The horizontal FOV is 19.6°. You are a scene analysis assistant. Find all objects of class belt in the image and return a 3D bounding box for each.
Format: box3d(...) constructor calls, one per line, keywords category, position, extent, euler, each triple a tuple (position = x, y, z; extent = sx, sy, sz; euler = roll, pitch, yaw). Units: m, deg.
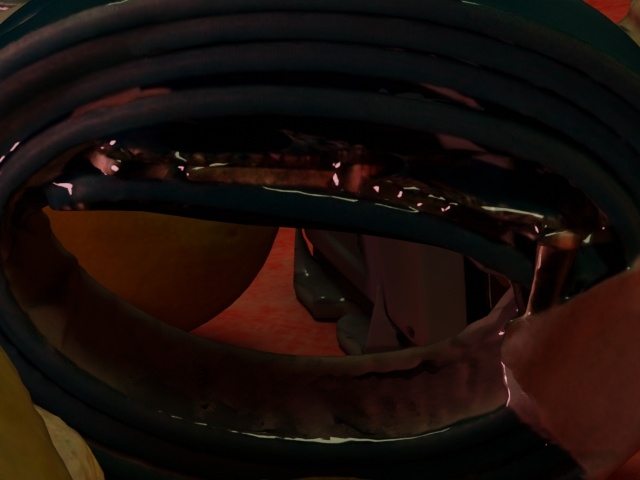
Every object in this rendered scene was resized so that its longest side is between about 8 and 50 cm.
box3d(category="belt", position=(-0.002, 0.000, 0.976), extent=(0.436, 0.300, 0.173), euler=(5, 19, 1))

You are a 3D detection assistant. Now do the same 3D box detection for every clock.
box3d(category="clock", position=(0.034, -0.026, 1.256), extent=(0.083, 0.186, 0.253), euler=(-9, 19, -15))

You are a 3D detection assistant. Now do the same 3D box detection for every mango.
box3d(category="mango", position=(-0.184, -0.013, 1.189), extent=(0.331, 0.195, 0.142), euler=(-11, 13, 1))

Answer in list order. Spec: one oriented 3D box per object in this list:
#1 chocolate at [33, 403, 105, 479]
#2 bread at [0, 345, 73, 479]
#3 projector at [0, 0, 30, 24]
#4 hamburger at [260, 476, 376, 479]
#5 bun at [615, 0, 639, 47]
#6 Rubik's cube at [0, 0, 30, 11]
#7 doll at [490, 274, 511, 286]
box3d(category="chocolate", position=(-0.241, 0.133, 0.816), extent=(0.309, 0.134, 0.134), euler=(-6, 18, -21))
box3d(category="bread", position=(-0.244, 0.097, 0.559), extent=(0.395, 0.264, 0.239), euler=(-14, 2, 26))
box3d(category="projector", position=(-0.281, -0.088, 1.314), extent=(0.337, 0.108, 0.108), euler=(-16, 13, 16))
box3d(category="hamburger", position=(0.011, 0.171, 0.706), extent=(0.265, 0.134, 0.285), euler=(-14, 25, -36))
box3d(category="bun", position=(0.398, -0.148, 1.614), extent=(0.365, 0.219, 0.365), euler=(0, 14, 0))
box3d(category="Rubik's cube", position=(-0.184, -0.104, 1.454), extent=(0.205, 0.207, 0.205), euler=(3, 19, 11))
box3d(category="doll", position=(0.165, -0.036, 1.344), extent=(0.262, 0.093, 0.211), euler=(-25, 12, 23))
